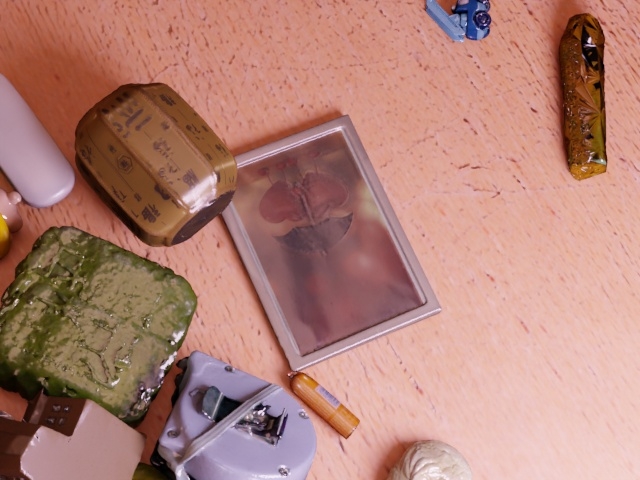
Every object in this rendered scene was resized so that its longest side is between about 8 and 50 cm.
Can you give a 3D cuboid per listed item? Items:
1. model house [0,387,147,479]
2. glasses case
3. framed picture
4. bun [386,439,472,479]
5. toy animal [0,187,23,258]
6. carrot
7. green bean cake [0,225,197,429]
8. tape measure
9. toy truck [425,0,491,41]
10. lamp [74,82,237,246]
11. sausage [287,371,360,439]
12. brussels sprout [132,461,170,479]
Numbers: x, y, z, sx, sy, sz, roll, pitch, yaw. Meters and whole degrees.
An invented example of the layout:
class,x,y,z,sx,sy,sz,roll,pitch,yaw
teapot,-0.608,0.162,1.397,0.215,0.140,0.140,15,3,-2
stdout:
class,x,y,z,sx,sy,sz,roll,pitch,yaw
model house,-0.354,0.250,1.342,0.248,0.176,0.180,-4,54,33
glasses case,-0.382,-0.127,1.535,0.076,0.049,0.197,-36,81,-17
framed picture,0.000,0.000,1.572,0.211,0.020,0.289,-21,77,-14
bun,0.135,0.294,1.472,0.115,0.069,0.115,3,72,-10
toy animal,-0.410,-0.026,1.493,0.114,0.091,0.082,-1,51,22
carrot,0.357,-0.196,1.665,0.069,0.069,0.228,3,73,-8
green bean cake,-0.269,0.108,1.445,0.214,0.113,0.200,25,72,0
tape measure,-0.096,0.228,1.407,0.181,0.107,0.182,18,31,-7
toy truck,0.188,-0.311,1.683,0.090,0.056,0.073,2,78,5
lamp,-0.201,-0.093,1.500,0.161,0.161,0.185,-37,81,-17
sausage,0.001,0.197,1.501,0.107,0.031,0.031,42,71,5
brussels sprout,-0.225,0.320,1.395,0.181,0.100,0.139,6,71,20
